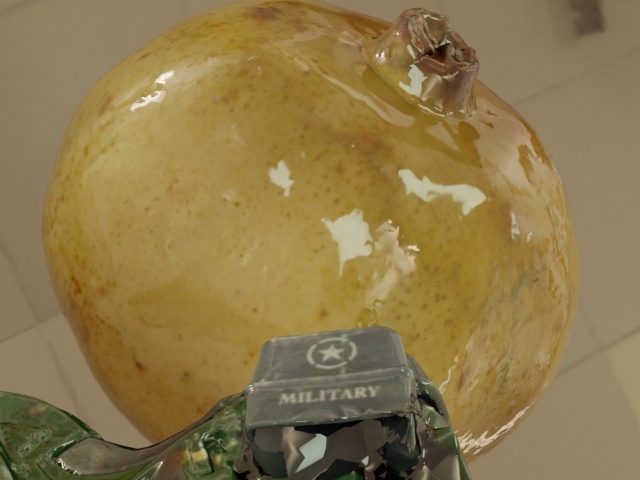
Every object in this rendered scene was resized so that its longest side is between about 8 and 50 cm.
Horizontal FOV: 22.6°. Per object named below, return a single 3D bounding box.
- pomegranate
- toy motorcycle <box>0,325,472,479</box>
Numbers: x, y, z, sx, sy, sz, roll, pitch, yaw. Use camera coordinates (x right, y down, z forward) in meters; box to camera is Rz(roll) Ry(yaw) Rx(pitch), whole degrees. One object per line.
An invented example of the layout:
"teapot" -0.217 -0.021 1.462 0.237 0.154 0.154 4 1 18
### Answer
"pomegranate" 0.000 0.000 1.215 0.417 0.417 0.416 5 77 -25
"toy motorcycle" -0.081 0.086 0.527 0.275 0.124 0.187 -5 36 6
